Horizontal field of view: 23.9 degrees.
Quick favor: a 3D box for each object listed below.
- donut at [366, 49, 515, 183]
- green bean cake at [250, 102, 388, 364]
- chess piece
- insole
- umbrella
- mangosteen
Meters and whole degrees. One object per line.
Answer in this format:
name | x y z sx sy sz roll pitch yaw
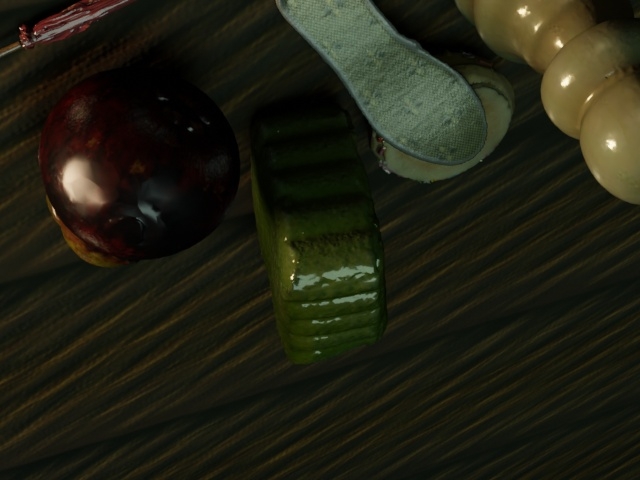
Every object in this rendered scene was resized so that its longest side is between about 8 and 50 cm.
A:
donut | 0.129 -0.140 1.660 0.174 0.068 0.174 -14 144 -10
green bean cake | 0.000 0.000 1.638 0.125 0.222 0.248 -10 150 -7
chess piece | 0.267 -0.172 1.463 0.182 0.330 0.182 -17 145 -12
insole | 0.069 -0.175 1.550 0.109 0.007 0.322 -37 128 13
umbrella | -0.222 -0.206 1.395 0.165 0.027 0.025 -23 -169 -3
mangosteen | -0.179 -0.068 1.462 0.210 0.210 0.210 -16 145 -11
